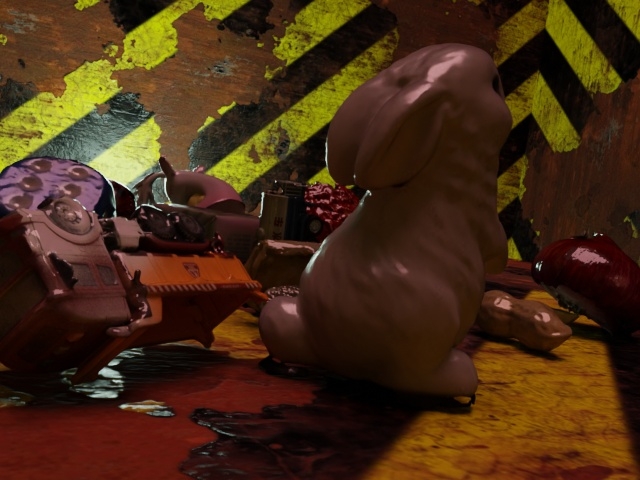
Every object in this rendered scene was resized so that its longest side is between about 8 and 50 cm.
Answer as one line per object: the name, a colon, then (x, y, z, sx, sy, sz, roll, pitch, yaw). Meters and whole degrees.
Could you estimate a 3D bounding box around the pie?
pie: (0.030, 0.067, 0.886, 0.282, 0.129, 0.068, 9, 14, -24)

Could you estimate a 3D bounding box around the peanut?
peanut: (0.309, 0.125, 0.984, 0.082, 0.082, 0.187, 6, 6, -34)

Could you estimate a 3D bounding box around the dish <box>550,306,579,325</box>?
dish: (0.420, 0.143, 1.209, 0.137, 0.039, 0.091, 12, 1, 11)

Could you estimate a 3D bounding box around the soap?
soap: (-0.175, 0.016, 1.090, 0.182, 0.139, 0.199, 13, 5, 41)

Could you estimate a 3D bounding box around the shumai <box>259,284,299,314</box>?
shumai: (-0.036, 0.102, 0.806, 0.083, 0.082, 0.080, 21, -32, 13)

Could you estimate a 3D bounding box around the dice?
dice: (-0.358, -0.017, 0.847, 0.146, 0.146, 0.143, 9, 43, -10)

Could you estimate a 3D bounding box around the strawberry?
strawberry: (0.003, -0.002, 1.445, 0.260, 0.258, 0.261, -16, -13, -4)

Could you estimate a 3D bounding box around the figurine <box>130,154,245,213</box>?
figurine: (-0.354, -0.066, 1.538, 0.206, 0.284, 0.316, 18, 21, -40)

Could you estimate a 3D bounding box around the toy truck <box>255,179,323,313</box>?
toy truck: (-0.053, 0.014, 0.917, 0.088, 0.202, 0.074, 2, 10, -34)

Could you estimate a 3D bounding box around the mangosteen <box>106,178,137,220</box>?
mangosteen: (-0.477, -0.043, 1.334, 0.166, 0.166, 0.180, 9, 30, 17)

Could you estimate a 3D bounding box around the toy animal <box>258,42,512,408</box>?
toy animal: (0.085, -0.026, 0.644, 0.257, 0.358, 0.194, 5, 7, -22)

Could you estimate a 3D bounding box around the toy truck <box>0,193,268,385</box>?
toy truck: (-0.174, 0.046, 0.578, 0.135, 0.114, 0.270, 56, 21, 18)

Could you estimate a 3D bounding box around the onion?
onion: (0.529, 0.083, 1.221, 0.248, 0.161, 0.248, 41, 15, -13)
